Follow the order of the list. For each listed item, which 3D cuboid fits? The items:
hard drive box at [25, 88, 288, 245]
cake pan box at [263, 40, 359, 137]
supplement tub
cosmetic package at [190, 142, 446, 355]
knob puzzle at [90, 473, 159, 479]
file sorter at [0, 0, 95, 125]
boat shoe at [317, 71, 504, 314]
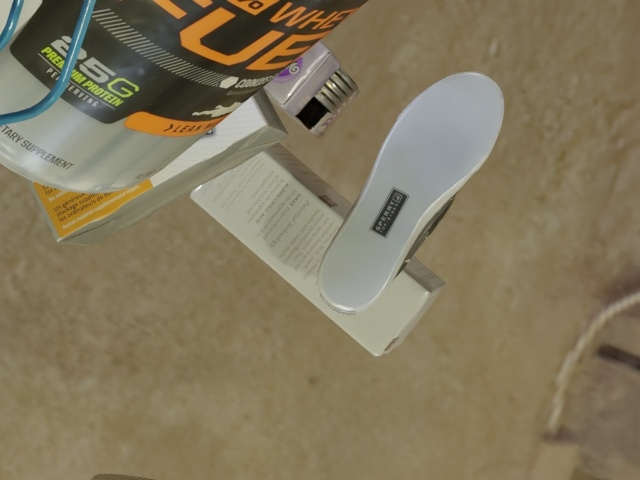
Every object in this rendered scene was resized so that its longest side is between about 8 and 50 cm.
[{"bbox_3d":[-0.160,-0.139,1.226,0.181,0.232,0.089,-29,173,7],"label":"hard drive box"},{"bbox_3d":[-0.086,-0.198,1.418,0.070,0.267,0.246,-49,172,4],"label":"cake pan box"},{"bbox_3d":[-0.057,-0.177,0.814,0.194,0.193,0.316,12,141,-44],"label":"supplement tub"},{"bbox_3d":[0.000,0.000,1.514,0.085,0.231,0.117,-52,173,9],"label":"cosmetic package"},{"bbox_3d":[-0.148,0.272,1.307,0.213,0.213,0.030,-39,152,-25],"label":"knob puzzle"},{"bbox_3d":[-0.176,-0.132,0.648,0.104,0.170,0.118,-17,140,-45],"label":"file sorter"},{"bbox_3d":[0.075,-0.037,1.364,0.228,0.080,0.076,-60,177,-1],"label":"boat shoe"}]
